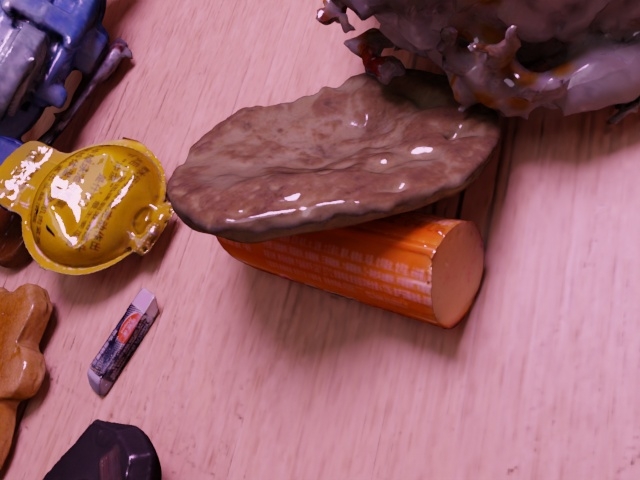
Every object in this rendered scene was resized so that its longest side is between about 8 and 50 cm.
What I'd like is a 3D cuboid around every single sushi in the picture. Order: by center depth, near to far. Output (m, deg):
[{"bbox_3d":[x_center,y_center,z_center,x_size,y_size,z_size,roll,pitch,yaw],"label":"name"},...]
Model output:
[{"bbox_3d":[0.158,-0.277,0.472,0.417,0.176,0.418,-16,56,26],"label":"sushi"}]

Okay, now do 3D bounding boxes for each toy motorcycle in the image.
[{"bbox_3d":[-0.351,-0.257,0.803,0.241,0.182,0.319,1,61,34],"label":"toy motorcycle"}]

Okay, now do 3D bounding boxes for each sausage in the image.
[{"bbox_3d":[0.000,0.000,0.493,0.234,0.071,0.071,14,73,39],"label":"sausage"}]

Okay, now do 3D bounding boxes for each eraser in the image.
[{"bbox_3d":[-0.176,0.089,0.594,0.027,0.019,0.099,26,80,41],"label":"eraser"}]

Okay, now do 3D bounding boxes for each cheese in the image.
[{"bbox_3d":[-0.252,-0.048,0.667,0.250,0.064,0.157,21,68,21],"label":"cheese"}]

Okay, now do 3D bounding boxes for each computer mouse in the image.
[{"bbox_3d":[-0.168,0.200,0.504,0.172,0.057,0.099,-39,50,25],"label":"computer mouse"}]

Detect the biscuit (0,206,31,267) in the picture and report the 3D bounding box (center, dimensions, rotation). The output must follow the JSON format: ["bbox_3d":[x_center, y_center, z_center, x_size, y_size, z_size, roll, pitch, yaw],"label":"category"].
[{"bbox_3d":[-0.316,-0.028,0.753,0.175,0.026,0.124,-2,65,34],"label":"biscuit"}]

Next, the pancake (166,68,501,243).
[{"bbox_3d":[0.007,-0.063,0.486,0.236,0.042,0.222,-28,38,-23],"label":"pancake"}]

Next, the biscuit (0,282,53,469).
[{"bbox_3d":[-0.328,0.152,0.652,0.166,0.036,0.226,-6,64,33],"label":"biscuit"}]
